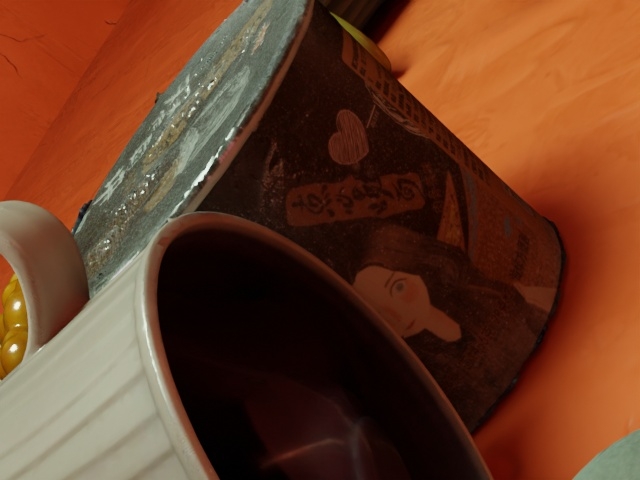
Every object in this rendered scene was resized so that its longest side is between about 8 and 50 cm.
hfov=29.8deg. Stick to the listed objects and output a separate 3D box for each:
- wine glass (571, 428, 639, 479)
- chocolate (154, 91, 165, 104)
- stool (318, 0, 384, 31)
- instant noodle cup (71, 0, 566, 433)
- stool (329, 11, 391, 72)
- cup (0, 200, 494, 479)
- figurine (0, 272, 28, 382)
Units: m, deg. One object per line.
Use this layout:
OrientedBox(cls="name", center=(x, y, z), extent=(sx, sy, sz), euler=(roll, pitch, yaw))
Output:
OrientedBox(cls="wine glass", center=(0.145, 0.069, 0.322), extent=(0.321, 0.143, 0.143), euler=(-57, 20, -5))
OrientedBox(cls="chocolate", center=(-0.078, -0.030, 1.019), extent=(0.083, 0.161, 0.261), euler=(-14, 28, -5))
OrientedBox(cls="stool", center=(0.022, -0.404, 1.178), extent=(0.330, 0.297, 0.297), euler=(-49, 20, 2))
OrientedBox(cls="instant noodle cup", center=(0.000, 0.000, 0.655), extent=(0.217, 0.207, 0.217), euler=(-46, 21, 24))
OrientedBox(cls="stool", center=(-0.012, -0.135, 1.049), extent=(0.110, 0.134, 0.135), euler=(-59, -25, -4))
OrientedBox(cls="cup", center=(-0.096, 0.130, 0.493), extent=(0.273, 0.288, 0.208), euler=(-38, 30, 22))
OrientedBox(cls="figurine", center=(-0.206, 0.177, 0.815), extent=(0.382, 0.205, 0.225), euler=(-42, 27, 22))
